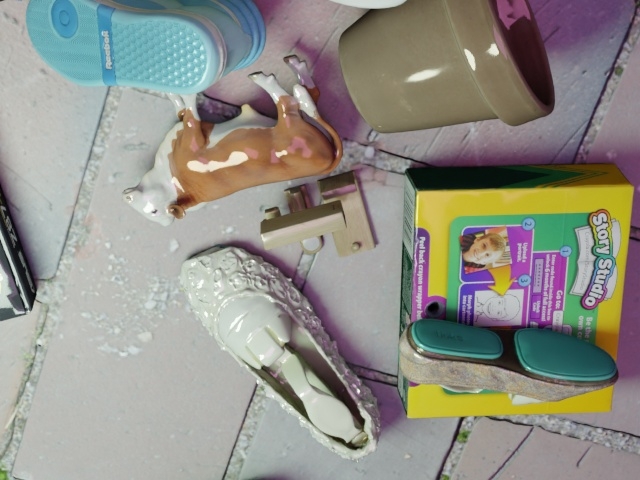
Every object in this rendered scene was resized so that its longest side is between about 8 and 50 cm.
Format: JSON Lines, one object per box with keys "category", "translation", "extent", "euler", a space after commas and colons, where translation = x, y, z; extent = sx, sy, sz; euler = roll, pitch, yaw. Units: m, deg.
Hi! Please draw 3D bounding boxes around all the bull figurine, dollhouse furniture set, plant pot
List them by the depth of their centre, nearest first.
{"category": "plant pot", "translation": [0.155, -0.249, 1.656], "extent": [0.229, 0.263, 0.263], "euler": [-19, 113, 23]}
{"category": "bull figurine", "translation": [-0.130, -0.133, 1.729], "extent": [0.310, 0.101, 0.188], "euler": [-13, 110, 0]}
{"category": "dollhouse furniture set", "translation": [0.000, 0.000, 1.766], "extent": [0.144, 0.151, 0.123], "euler": [-15, 112, 3]}

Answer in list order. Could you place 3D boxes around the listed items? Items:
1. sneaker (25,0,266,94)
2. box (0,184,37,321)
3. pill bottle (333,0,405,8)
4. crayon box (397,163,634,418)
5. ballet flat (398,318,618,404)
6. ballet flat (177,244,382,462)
{"category": "sneaker", "translation": [-0.215, -0.274, 1.664], "extent": [0.319, 0.208, 0.127], "euler": [18, 117, 27]}
{"category": "box", "translation": [-0.628, -0.003, 1.737], "extent": [0.395, 0.097, 0.318], "euler": [-14, 109, 0]}
{"category": "pill bottle", "translation": [0.065, -0.441, 1.551], "extent": [0.162, 0.162, 0.278], "euler": [15, 81, -11]}
{"category": "crayon box", "translation": [0.279, 0.075, 1.845], "extent": [0.313, 0.106, 0.363], "euler": [-2, 112, -6]}
{"category": "ballet flat", "translation": [0.259, 0.179, 1.785], "extent": [0.316, 0.107, 0.106], "euler": [12, 131, -5]}
{"category": "ballet flat", "translation": [-0.042, 0.170, 1.839], "extent": [0.147, 0.147, 0.409], "euler": [-40, 109, 10]}
